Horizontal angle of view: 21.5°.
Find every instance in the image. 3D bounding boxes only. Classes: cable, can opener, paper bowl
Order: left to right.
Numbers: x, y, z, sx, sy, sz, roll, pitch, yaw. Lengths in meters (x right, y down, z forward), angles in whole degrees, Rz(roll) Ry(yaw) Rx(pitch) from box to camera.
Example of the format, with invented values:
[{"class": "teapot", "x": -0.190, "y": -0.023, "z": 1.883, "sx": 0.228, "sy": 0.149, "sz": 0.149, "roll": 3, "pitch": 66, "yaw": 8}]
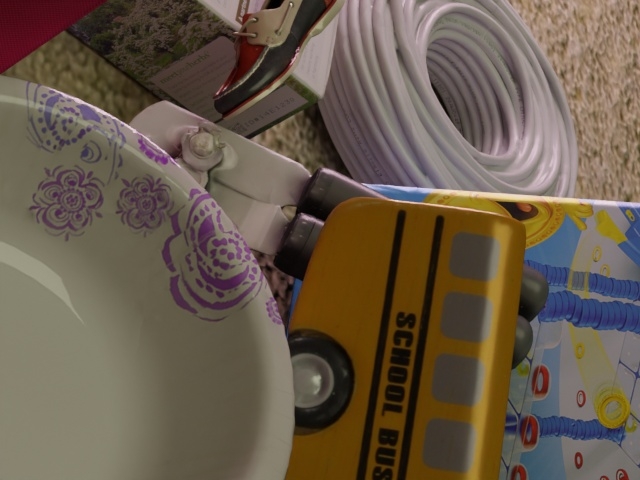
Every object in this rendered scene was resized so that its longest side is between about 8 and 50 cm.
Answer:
[{"class": "paper bowl", "x": -0.166, "y": 0.073, "z": 0.792, "sx": 0.284, "sy": 0.148, "sz": 0.284, "roll": 16, "pitch": 54, "yaw": -24}, {"class": "can opener", "x": 0.000, "y": 0.000, "z": 1.023, "sx": 0.280, "sy": 0.093, "sz": 0.074, "roll": 23, "pitch": 56, "yaw": 1}, {"class": "cable", "x": 0.097, "y": -0.104, "z": 1.309, "sx": 0.257, "sy": 0.089, "sz": 0.257, "roll": 34, "pitch": 46, "yaw": -34}]

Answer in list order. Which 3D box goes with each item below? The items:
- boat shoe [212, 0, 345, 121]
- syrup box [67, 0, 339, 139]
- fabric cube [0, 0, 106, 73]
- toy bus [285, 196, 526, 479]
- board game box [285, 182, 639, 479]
[{"class": "boat shoe", "x": -0.032, "y": -0.126, "z": 1.044, "sx": 0.043, "sy": 0.049, "sz": 0.137, "roll": 50, "pitch": 51, "yaw": -20}, {"class": "syrup box", "x": -0.104, "y": -0.170, "z": 1.096, "sx": 0.237, "sy": 0.093, "sz": 0.096, "roll": 37, "pitch": 45, "yaw": -31}, {"class": "fabric cube", "x": -0.222, "y": -0.251, "z": 0.866, "sx": 0.259, "sy": 0.258, "sz": 0.254, "roll": 34, "pitch": 46, "yaw": -34}, {"class": "toy bus", "x": 0.024, "y": 0.151, "z": 0.886, "sx": 0.108, "sy": 0.130, "sz": 0.332, "roll": 84, "pitch": 14, "yaw": -75}, {"class": "board game box", "x": 0.125, "y": 0.112, "z": 1.048, "sx": 0.086, "sy": 0.302, "sz": 0.308, "roll": 89, "pitch": 7, "yaw": -52}]
